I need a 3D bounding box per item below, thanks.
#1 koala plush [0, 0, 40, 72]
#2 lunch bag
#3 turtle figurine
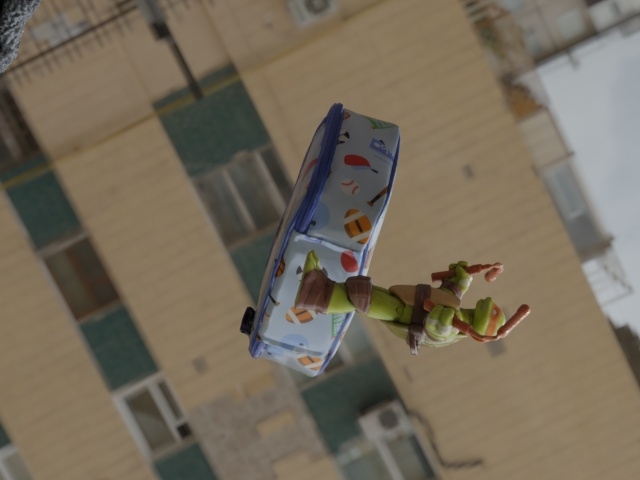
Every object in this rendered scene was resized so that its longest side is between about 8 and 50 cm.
[{"bbox_3d":[-0.407,-0.253,1.454,0.221,0.203,0.196,6,-151,-38],"label":"koala plush"},{"bbox_3d":[0.000,0.000,1.803,0.243,0.115,0.303,-79,-170,-51],"label":"lunch bag"},{"bbox_3d":[0.089,0.063,1.472,0.217,0.087,0.269,11,-166,4],"label":"turtle figurine"}]
